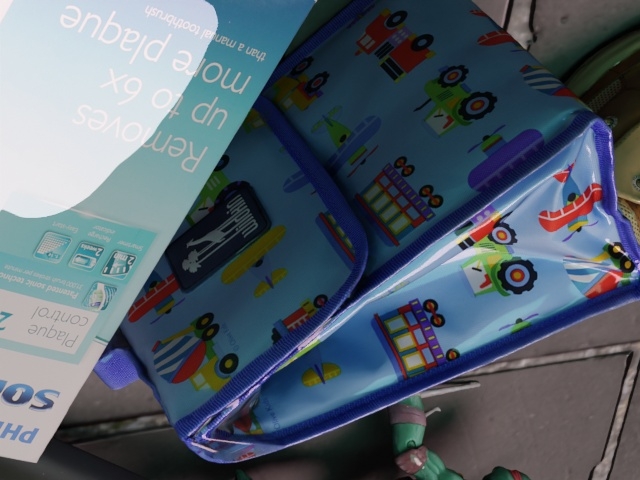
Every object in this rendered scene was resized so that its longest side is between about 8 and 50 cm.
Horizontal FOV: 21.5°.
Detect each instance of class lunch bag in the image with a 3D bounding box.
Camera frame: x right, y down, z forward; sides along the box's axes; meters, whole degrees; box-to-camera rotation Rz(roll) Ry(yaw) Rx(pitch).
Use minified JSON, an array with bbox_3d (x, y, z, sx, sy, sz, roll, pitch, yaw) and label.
[{"bbox_3d":[0.000,0.000,0.957,0.293,0.221,0.138,-31,130,-5],"label":"lunch bag"}]

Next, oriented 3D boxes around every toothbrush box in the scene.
[{"bbox_3d":[-0.179,-0.056,0.822,0.216,0.126,0.295,20,112,-40],"label":"toothbrush box"}]

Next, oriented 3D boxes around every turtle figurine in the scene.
[{"bbox_3d":[0.063,0.184,1.192,0.234,0.118,0.175,-13,116,-7],"label":"turtle figurine"}]

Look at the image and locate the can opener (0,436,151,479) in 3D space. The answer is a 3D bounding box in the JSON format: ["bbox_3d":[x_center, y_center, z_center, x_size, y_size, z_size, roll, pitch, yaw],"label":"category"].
[{"bbox_3d":[-0.086,0.191,1.094,0.283,0.095,0.076,24,113,0],"label":"can opener"}]

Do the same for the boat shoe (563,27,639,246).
[{"bbox_3d":[0.180,-0.030,1.095,0.324,0.120,0.122,-31,131,-4],"label":"boat shoe"}]
